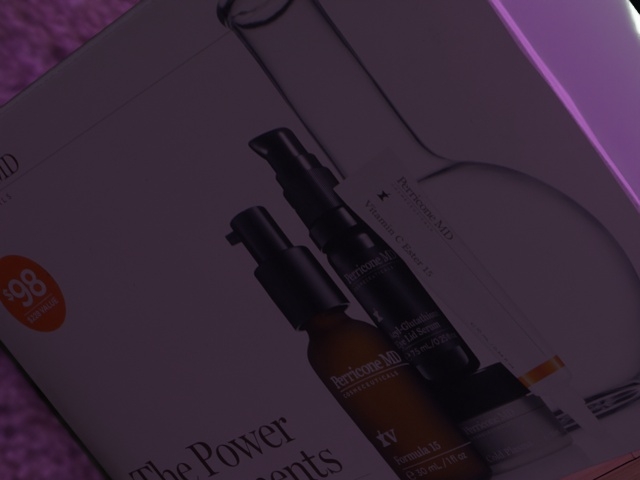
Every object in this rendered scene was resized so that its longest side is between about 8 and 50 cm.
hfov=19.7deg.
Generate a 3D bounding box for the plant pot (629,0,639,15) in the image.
[{"bbox_3d":[0.260,-0.095,1.236,0.334,0.341,0.341,37,48,-35],"label":"plant pot"}]

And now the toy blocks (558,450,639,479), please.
[{"bbox_3d":[0.257,0.195,1.014,0.191,0.261,0.381,66,-3,-39],"label":"toy blocks"}]

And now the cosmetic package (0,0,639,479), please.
[{"bbox_3d":[0.000,0.000,0.874,0.284,0.377,0.097,54,42,-8],"label":"cosmetic package"}]
